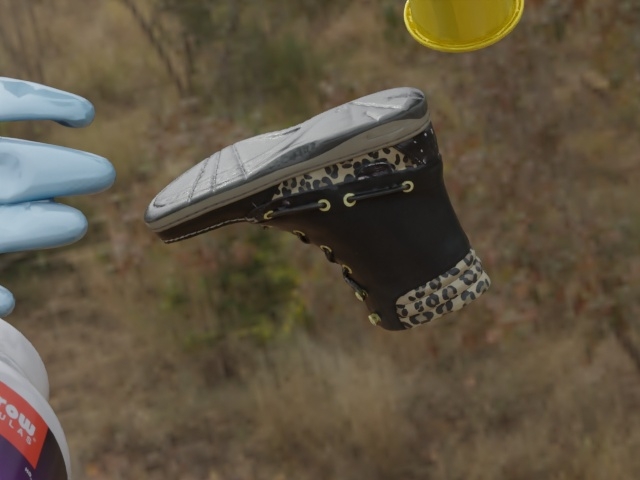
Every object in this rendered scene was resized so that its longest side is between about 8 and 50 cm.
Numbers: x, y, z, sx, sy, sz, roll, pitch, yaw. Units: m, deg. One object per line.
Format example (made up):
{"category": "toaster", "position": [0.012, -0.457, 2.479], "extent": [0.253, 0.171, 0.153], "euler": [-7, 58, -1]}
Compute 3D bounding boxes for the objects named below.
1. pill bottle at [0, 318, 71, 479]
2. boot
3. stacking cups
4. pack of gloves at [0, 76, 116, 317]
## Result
{"category": "pill bottle", "position": [-0.247, 0.179, 1.028], "extent": [0.181, 0.182, 0.323], "euler": [-9, 33, 11]}
{"category": "boot", "position": [0.001, 0.000, 1.380], "extent": [0.236, 0.179, 0.085], "euler": [-21, 24, 11]}
{"category": "stacking cups", "position": [0.086, -0.281, 1.276], "extent": [0.096, 0.316, 0.096], "euler": [-6, 47, 7]}
{"category": "pack of gloves", "position": [-0.168, -0.072, 0.535], "extent": [0.232, 0.195, 0.046], "euler": [0, -24, 11]}
